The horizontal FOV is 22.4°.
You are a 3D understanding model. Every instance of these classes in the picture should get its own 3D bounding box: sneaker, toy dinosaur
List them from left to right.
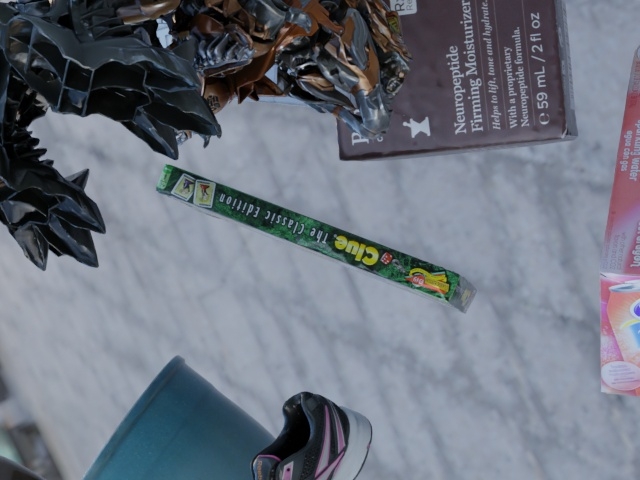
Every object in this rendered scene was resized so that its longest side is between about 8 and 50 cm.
[{"bbox_3d":[-0.110,-0.118,0.799,0.164,0.322,0.218,105,177,-54],"label":"toy dinosaur"},{"bbox_3d":[-0.027,0.193,1.202,0.072,0.178,0.077,-10,142,40],"label":"sneaker"}]

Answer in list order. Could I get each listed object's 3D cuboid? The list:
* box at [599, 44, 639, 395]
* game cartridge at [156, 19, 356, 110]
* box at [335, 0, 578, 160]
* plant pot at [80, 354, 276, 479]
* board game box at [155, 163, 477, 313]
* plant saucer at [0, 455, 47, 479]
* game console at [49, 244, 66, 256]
[{"bbox_3d":[0.326,-0.020,1.397,0.300,0.142,0.154,-71,-21,-44],"label":"box"},{"bbox_3d":[-0.086,-0.221,1.405,0.297,0.062,0.198,8,102,37],"label":"game cartridge"},{"bbox_3d":[0.122,-0.162,1.462,0.167,0.203,0.168,-17,-79,-77],"label":"box"},{"bbox_3d":[-0.113,0.295,1.617,0.255,0.272,0.271,33,161,2],"label":"plant pot"},{"bbox_3d":[0.000,0.000,1.354,0.259,0.030,0.136,21,180,14],"label":"board game box"},{"bbox_3d":[-0.152,0.251,1.076,0.278,0.041,0.278,46,-179,-1],"label":"plant saucer"},{"bbox_3d":[-0.397,-0.111,1.711,0.213,0.044,0.361,34,171,44],"label":"game console"}]
